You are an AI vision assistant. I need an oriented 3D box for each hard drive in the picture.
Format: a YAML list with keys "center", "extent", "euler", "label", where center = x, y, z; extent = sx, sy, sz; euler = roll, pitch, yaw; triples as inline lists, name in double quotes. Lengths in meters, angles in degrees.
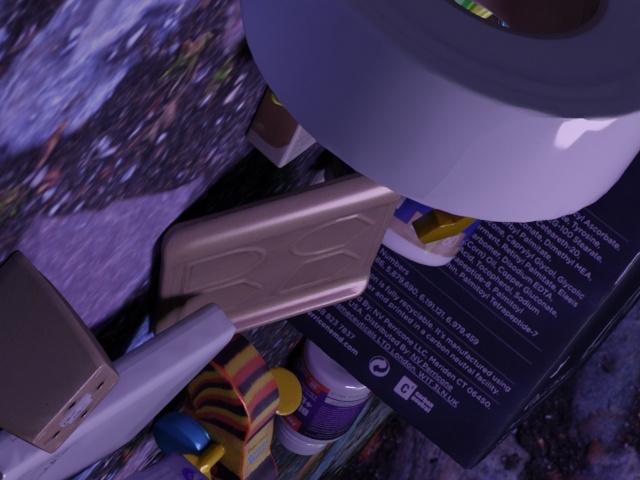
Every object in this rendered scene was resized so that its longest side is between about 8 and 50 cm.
- center: [-0.219, 0.171, 1.632]
  extent: [0.203, 0.040, 0.307]
  euler: [-45, 172, 37]
  label: "hard drive"

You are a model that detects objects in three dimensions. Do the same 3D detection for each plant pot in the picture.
- center: [-0.203, 0.088, 1.362]
  extent: [0.109, 0.096, 0.109]
  euler: [-48, 170, -7]
  label: "plant pot"

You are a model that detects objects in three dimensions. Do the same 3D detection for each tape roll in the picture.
- center: [0.095, -0.150, 1.244]
  extent: [0.286, 0.286, 0.100]
  euler: [-38, 164, -44]
  label: "tape roll"

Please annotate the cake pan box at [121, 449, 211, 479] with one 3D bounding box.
- center: [-0.221, 0.322, 1.779]
  extent: [0.245, 0.070, 0.267]
  euler: [-50, 172, 15]
  label: "cake pan box"

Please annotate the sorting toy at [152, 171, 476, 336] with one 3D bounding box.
- center: [0.000, 0.000, 1.721]
  extent: [0.307, 0.041, 0.229]
  euler: [-16, 158, -13]
  label: "sorting toy"

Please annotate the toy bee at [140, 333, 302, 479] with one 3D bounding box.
- center: [-0.087, 0.218, 2.092]
  extent: [0.195, 0.162, 0.298]
  euler: [-48, 169, -15]
  label: "toy bee"

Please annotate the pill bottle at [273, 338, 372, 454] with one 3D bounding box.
- center: [0.005, 0.193, 2.496]
  extent: [0.108, 0.108, 0.193]
  euler: [-40, 166, -39]
  label: "pill bottle"

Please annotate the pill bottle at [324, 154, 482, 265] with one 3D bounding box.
- center: [0.135, -0.119, 1.837]
  extent: [0.264, 0.153, 0.153]
  euler: [-53, 168, 17]
  label: "pill bottle"

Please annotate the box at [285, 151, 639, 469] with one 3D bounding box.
- center: [0.258, -0.063, 2.149]
  extent: [0.471, 0.297, 0.480]
  euler: [-56, 168, 22]
  label: "box"

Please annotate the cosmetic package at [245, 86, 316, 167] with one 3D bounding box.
- center: [-0.013, -0.117, 1.554]
  extent: [0.060, 0.041, 0.115]
  euler: [-38, 164, -40]
  label: "cosmetic package"

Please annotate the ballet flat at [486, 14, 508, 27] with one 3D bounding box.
- center: [0.126, -0.213, 1.642]
  extent: [0.247, 0.087, 0.083]
  euler: [10, 96, -64]
  label: "ballet flat"

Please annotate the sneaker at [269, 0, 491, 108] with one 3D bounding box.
- center: [0.068, -0.197, 1.455]
  extent: [0.295, 0.123, 0.109]
  euler: [-38, -159, -17]
  label: "sneaker"
